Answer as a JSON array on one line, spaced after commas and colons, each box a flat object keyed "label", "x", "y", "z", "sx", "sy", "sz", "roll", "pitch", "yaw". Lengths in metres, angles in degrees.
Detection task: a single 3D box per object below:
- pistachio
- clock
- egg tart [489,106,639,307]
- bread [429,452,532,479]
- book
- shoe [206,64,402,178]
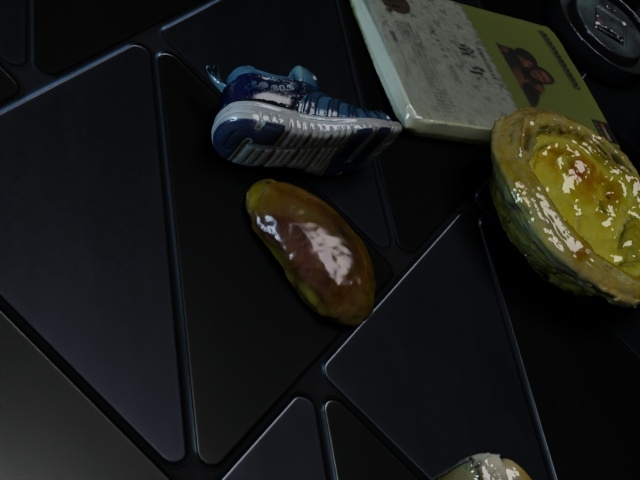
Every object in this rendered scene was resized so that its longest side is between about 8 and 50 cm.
[{"label": "pistachio", "x": 0.000, "y": 0.000, "z": 0.983, "sx": 0.089, "sy": 0.049, "sz": 0.173, "roll": -23, "pitch": 72, "yaw": -45}, {"label": "clock", "x": 0.411, "y": -0.303, "z": 1.537, "sx": 0.184, "sy": 0.040, "sz": 0.184, "roll": 19, "pitch": 48, "yaw": -23}, {"label": "egg tart", "x": 0.288, "y": -0.031, "z": 1.193, "sx": 0.279, "sy": 0.095, "sz": 0.279, "roll": 24, "pitch": 45, "yaw": -26}, {"label": "bread", "x": 0.141, "y": 0.242, "z": 0.850, "sx": 0.082, "sy": 0.106, "sz": 0.125, "roll": 2, "pitch": 58, "yaw": -34}, {"label": "book", "x": 0.208, "y": -0.215, "z": 1.321, "sx": 0.352, "sy": 0.035, "sz": 0.239, "roll": 4, "pitch": 53, "yaw": -34}, {"label": "shoe", "x": -0.013, "y": -0.127, "z": 1.044, "sx": 0.207, "sy": 0.091, "sz": 0.106, "roll": 8, "pitch": 58, "yaw": -27}]
